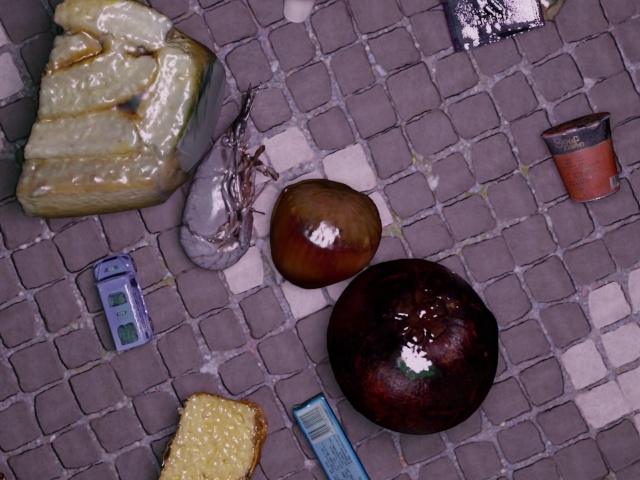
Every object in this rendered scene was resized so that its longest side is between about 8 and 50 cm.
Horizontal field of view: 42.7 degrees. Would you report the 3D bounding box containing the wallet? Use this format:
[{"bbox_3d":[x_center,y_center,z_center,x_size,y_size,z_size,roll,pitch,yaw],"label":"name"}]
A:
[{"bbox_3d":[0.301,-0.404,1.436,0.165,0.030,0.111,-12,104,21],"label":"wallet"}]

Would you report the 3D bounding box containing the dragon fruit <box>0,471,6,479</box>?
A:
[{"bbox_3d":[-0.605,0.483,1.443,0.136,0.133,0.166,-5,94,-43],"label":"dragon fruit"}]

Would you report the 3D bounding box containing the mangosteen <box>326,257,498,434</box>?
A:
[{"bbox_3d":[0.156,0.183,1.377,0.297,0.293,0.297,-10,53,14],"label":"mangosteen"}]

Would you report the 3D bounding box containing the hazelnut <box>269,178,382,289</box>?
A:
[{"bbox_3d":[0.000,0.000,1.411,0.208,0.208,0.208,0,92,-1],"label":"hazelnut"}]

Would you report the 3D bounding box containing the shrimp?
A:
[{"bbox_3d":[-0.149,-0.110,1.430,0.145,0.116,0.343,16,99,-2],"label":"shrimp"}]

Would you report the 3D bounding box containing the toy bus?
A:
[{"bbox_3d":[-0.351,0.108,1.453,0.073,0.076,0.168,-17,93,0],"label":"toy bus"}]

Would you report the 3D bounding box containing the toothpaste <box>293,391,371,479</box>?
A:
[{"bbox_3d":[0.038,0.406,1.482,0.065,0.050,0.267,-29,92,-1],"label":"toothpaste"}]

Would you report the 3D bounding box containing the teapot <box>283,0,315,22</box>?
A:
[{"bbox_3d":[-0.004,-0.530,1.409,0.204,0.139,0.298,23,94,0],"label":"teapot"}]

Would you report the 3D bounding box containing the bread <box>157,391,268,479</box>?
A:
[{"bbox_3d":[-0.188,0.394,1.437,0.160,0.147,0.261,15,88,8],"label":"bread"}]

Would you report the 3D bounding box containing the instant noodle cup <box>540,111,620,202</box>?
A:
[{"bbox_3d":[0.467,-0.143,1.442,0.127,0.127,0.136,-20,100,0],"label":"instant noodle cup"}]

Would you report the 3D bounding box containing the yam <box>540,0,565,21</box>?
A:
[{"bbox_3d":[0.294,-0.494,1.447,0.317,0.067,0.071,35,105,0],"label":"yam"}]

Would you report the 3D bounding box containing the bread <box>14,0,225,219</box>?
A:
[{"bbox_3d":[-0.316,-0.193,1.363,0.263,0.239,0.396,15,94,-1],"label":"bread"}]
